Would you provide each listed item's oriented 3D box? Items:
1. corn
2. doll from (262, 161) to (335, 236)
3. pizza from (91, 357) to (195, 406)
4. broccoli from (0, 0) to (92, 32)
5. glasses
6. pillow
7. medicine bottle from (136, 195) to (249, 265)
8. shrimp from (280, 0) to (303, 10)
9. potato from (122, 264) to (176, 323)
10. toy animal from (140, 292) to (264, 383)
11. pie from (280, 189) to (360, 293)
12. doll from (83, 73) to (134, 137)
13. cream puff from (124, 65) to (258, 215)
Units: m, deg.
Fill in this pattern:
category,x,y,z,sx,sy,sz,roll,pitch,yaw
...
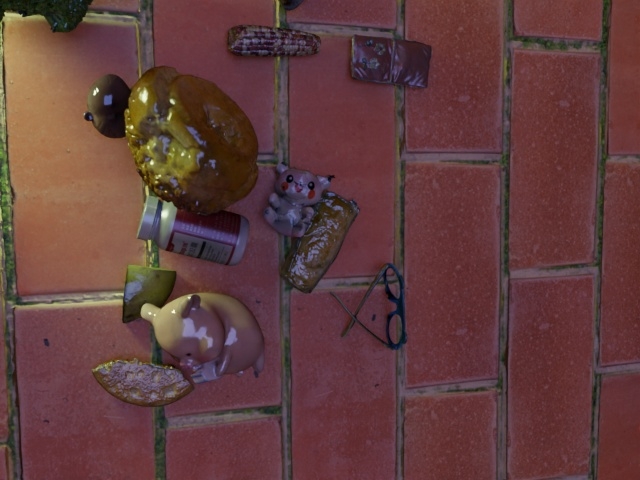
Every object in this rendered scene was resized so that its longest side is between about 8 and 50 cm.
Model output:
category,x,y,z,sx,sy,sz,roll,pitch,yaw
corn,-0.114,-0.492,1.593,0.237,0.079,0.079,-1,95,-20
doll,-0.063,-0.104,1.626,0.149,0.095,0.192,22,89,0
pizza,-0.434,0.347,1.573,0.246,0.058,0.127,2,95,-15
broccoli,-0.623,-0.599,1.311,0.321,0.310,0.413,12,62,-4
glasses,0.134,0.180,1.735,0.207,0.102,0.239,0,97,11
pillow,0.187,-0.476,1.700,0.232,0.043,0.126,1,94,-18
medicine bottle,-0.305,-0.025,1.542,0.250,0.131,0.131,14,91,-18
shrimp,-0.034,-0.678,1.600,0.090,0.079,0.233,28,82,21
potato,-0.415,0.137,1.550,0.120,0.081,0.149,6,93,-15
toy animal,-0.274,0.231,1.528,0.256,0.195,0.213,6,74,-53
pie,0.000,0.000,1.673,0.128,0.068,0.282,30,82,-15
doll,-0.459,-0.311,1.498,0.188,0.096,0.145,-3,112,-42
cream puff,-0.303,-0.213,1.444,0.231,0.327,0.343,-36,134,26
